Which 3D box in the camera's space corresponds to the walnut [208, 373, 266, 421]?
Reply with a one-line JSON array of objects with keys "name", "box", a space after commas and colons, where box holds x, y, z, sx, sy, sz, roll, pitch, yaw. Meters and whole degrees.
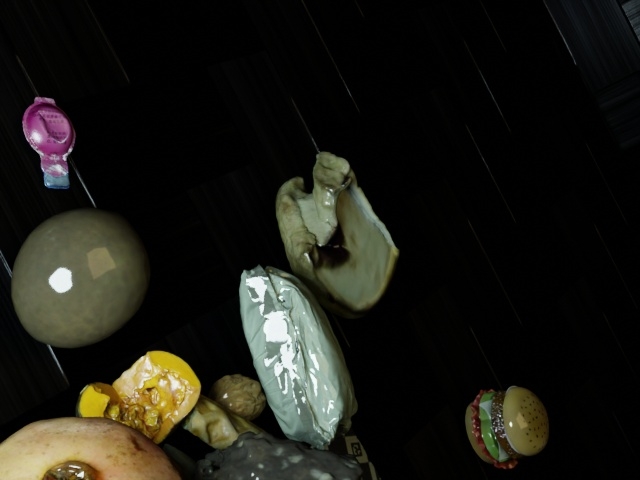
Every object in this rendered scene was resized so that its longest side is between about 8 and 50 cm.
[{"name": "walnut", "box": [-0.133, 0.251, 1.682, 0.096, 0.082, 0.079, 3, 36, -49]}]

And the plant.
[{"name": "plant", "box": [-0.104, 0.381, 1.454, 0.312, 0.213, 0.215, 12, 38, -9]}]

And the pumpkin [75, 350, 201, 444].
[{"name": "pumpkin", "box": [-0.267, 0.244, 1.505, 0.183, 0.107, 0.119, -23, 70, -42]}]

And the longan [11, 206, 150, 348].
[{"name": "longan", "box": [-0.330, 0.049, 1.483, 0.212, 0.198, 0.198, -32, 95, -53]}]

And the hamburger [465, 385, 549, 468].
[{"name": "hamburger", "box": [0.391, 0.376, 2.166, 0.175, 0.137, 0.175, 28, 50, -41]}]

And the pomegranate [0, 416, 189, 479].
[{"name": "pomegranate", "box": [-0.295, 0.364, 1.258, 0.322, 0.322, 0.322, 26, 51, -38]}]

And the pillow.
[{"name": "pillow", "box": [-0.032, 0.192, 1.739, 0.283, 0.138, 0.310, 38, 29, -83]}]

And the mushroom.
[{"name": "mushroom", "box": [-0.002, 0.010, 1.880, 0.217, 0.212, 0.292, -62, 153, -27]}]

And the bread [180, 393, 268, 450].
[{"name": "bread", "box": [-0.127, 0.308, 1.610, 0.232, 0.128, 0.088, 44, 71, -25]}]

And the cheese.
[{"name": "cheese", "box": [-0.410, -0.149, 1.621, 0.095, 0.038, 0.145, 0, 75, -48]}]

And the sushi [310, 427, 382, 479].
[{"name": "sushi", "box": [0.050, 0.461, 1.793, 0.290, 0.050, 0.264, -34, 96, -52]}]
